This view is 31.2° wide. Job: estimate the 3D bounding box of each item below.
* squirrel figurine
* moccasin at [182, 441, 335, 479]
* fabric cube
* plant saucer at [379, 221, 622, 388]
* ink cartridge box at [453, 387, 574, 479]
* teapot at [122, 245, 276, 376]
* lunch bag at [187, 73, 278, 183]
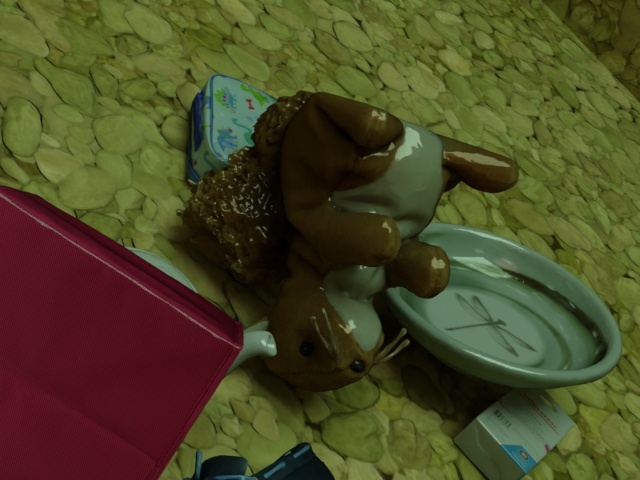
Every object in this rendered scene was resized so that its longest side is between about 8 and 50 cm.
[{"bbox_3d":[0.000,0.000,1.531,0.397,0.370,0.281,23,7,43],"label":"squirrel figurine"},{"bbox_3d":[-0.111,0.295,1.255,0.342,0.137,0.117,3,60,-58],"label":"moccasin"},{"bbox_3d":[-0.248,0.125,1.089,0.258,0.259,0.254,33,-3,-5],"label":"fabric cube"},{"bbox_3d":[0.255,0.117,1.746,0.400,0.101,0.400,16,28,-8],"label":"plant saucer"},{"bbox_3d":[0.286,0.281,1.677,0.104,0.061,0.181,48,36,14],"label":"ink cartridge box"},{"bbox_3d":[-0.228,0.094,1.306,0.256,0.187,0.252,-15,61,-49],"label":"teapot"},{"bbox_3d":[-0.118,-0.149,1.758,0.176,0.090,0.219,21,39,-26],"label":"lunch bag"}]
